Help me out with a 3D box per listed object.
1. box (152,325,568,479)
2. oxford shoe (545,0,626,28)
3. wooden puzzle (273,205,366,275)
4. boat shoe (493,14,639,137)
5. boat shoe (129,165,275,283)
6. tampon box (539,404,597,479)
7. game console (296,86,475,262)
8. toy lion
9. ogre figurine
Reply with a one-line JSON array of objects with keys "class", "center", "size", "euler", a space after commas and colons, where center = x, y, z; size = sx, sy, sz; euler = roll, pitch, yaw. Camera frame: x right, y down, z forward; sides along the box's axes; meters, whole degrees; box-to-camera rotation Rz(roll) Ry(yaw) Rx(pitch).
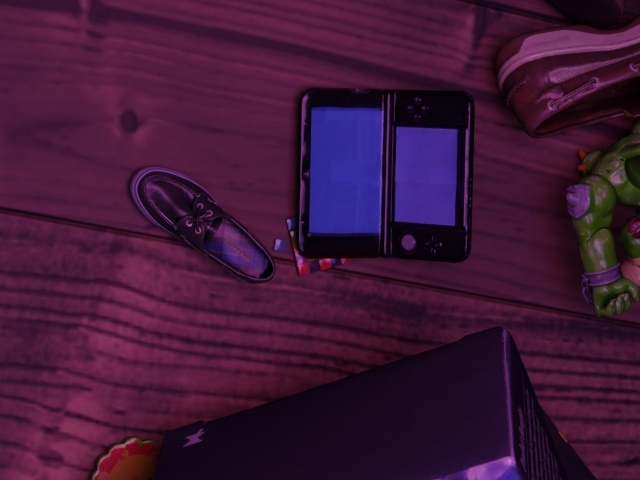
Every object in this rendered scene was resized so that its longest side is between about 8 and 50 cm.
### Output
[{"class": "box", "center": [0.074, 0.314, 1.382], "size": [0.293, 0.212, 0.395], "euler": [-19, 110, 12]}, {"class": "oxford shoe", "center": [0.182, -0.270, 1.520], "size": [0.212, 0.076, 0.076], "euler": [36, 61, -23]}, {"class": "wooden puzzle", "center": [0.000, 0.000, 1.510], "size": [0.083, 0.006, 0.049], "euler": [-15, 100, -17]}, {"class": "boat shoe", "center": [0.282, -0.137, 1.529], "size": [0.257, 0.095, 0.095], "euler": [-12, 63, -5]}, {"class": "boat shoe", "center": [-0.092, -0.013, 1.458], "size": [0.142, 0.040, 0.049], "euler": [37, 84, -19]}, {"class": "tampon box", "center": [0.171, 0.215, 1.530], "size": [0.101, 0.120, 0.161], "euler": [-41, 107, -10]}, {"class": "game console", "center": [0.055, -0.054, 1.480], "size": [0.085, 0.124, 0.144], "euler": [-6, 98, -53]}, {"class": "toy lion", "center": [-0.137, 0.206, 1.474], "size": [0.100, 0.034, 0.096], "euler": [-14, 92, -17]}, {"class": "ogre figurine", "center": [0.282, -0.037, 1.556], "size": [0.197, 0.097, 0.118], "euler": [-35, 112, -8]}]
